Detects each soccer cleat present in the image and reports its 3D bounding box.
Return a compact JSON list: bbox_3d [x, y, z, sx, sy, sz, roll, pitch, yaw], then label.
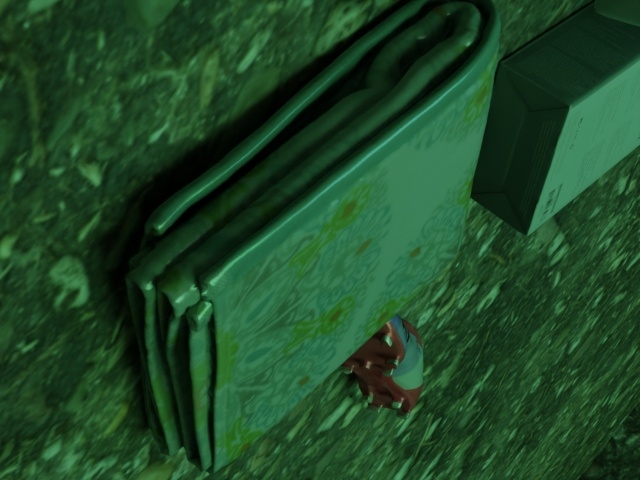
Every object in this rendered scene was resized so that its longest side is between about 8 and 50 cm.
[{"bbox_3d":[0.066,0.108,1.308,0.248,0.083,0.095,67,34,-58],"label":"soccer cleat"}]

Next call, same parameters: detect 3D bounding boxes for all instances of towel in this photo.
[{"bbox_3d":[0.000,0.000,1.015,0.374,0.090,0.320,-40,156,-26],"label":"towel"}]

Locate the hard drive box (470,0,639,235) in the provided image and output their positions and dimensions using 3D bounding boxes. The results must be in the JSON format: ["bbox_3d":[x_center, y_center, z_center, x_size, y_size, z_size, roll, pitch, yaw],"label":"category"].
[{"bbox_3d":[0.270,-0.140,1.288,0.232,0.089,0.181,-34,150,-35],"label":"hard drive box"}]

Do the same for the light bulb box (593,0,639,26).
[{"bbox_3d":[0.458,-0.340,1.069,0.361,0.225,0.358,-11,120,-50],"label":"light bulb box"}]
